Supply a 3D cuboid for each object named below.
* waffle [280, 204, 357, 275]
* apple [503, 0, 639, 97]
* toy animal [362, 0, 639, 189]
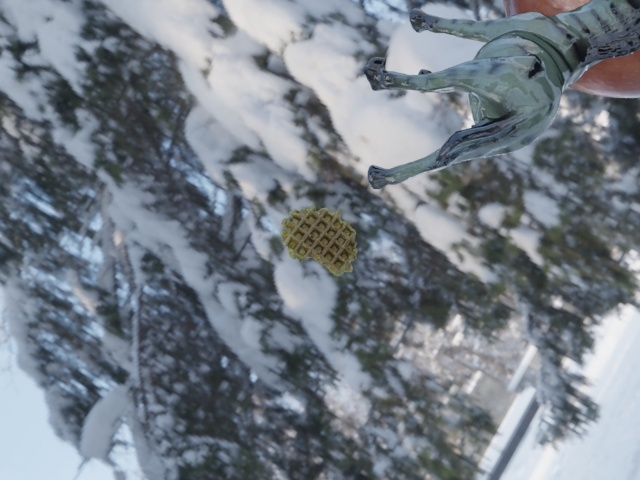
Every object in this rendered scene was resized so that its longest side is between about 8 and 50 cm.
[{"bbox_3d":[-0.001,-0.002,1.009,0.016,0.085,0.078,126,149,-57],"label":"waffle"},{"bbox_3d":[0.300,-0.254,0.854,0.272,0.206,0.251,-39,-38,-14],"label":"apple"},{"bbox_3d":[0.131,-0.112,0.609,0.217,0.176,0.073,-58,-42,-45],"label":"toy animal"}]
